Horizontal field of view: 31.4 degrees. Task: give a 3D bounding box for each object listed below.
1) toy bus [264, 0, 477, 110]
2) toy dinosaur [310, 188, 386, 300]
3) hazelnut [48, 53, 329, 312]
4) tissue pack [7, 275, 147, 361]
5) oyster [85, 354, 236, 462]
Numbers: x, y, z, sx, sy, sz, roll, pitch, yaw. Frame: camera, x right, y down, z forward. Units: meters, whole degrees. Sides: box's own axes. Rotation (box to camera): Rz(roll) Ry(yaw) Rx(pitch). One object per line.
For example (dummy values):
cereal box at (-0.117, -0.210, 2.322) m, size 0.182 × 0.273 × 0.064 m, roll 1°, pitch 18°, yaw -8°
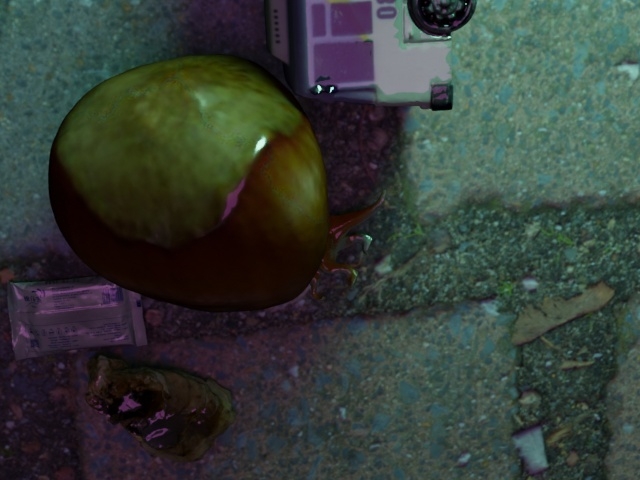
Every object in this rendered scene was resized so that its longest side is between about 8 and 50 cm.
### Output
toy bus at (0.051, -0.385, 1.407) m, size 0.249 × 0.209 × 0.440 m, roll -5°, pitch 112°, yaw -6°
toy dinosaur at (-0.001, 0.001, 1.649) m, size 0.142 × 0.057 × 0.212 m, roll 22°, pitch 96°, yaw 4°
hazelnut at (-0.157, -0.064, 1.450) m, size 0.365 × 0.366 × 0.366 m, roll -3°, pitch 112°, yaw -7°
tissue pack at (-0.353, 0.108, 1.646) m, size 0.193 × 0.026 × 0.123 m, roll -5°, pitch 111°, yaw -6°
oyster at (-0.245, 0.252, 1.682) m, size 0.232 × 0.107 × 0.161 m, roll 37°, pitch 94°, yaw -21°
